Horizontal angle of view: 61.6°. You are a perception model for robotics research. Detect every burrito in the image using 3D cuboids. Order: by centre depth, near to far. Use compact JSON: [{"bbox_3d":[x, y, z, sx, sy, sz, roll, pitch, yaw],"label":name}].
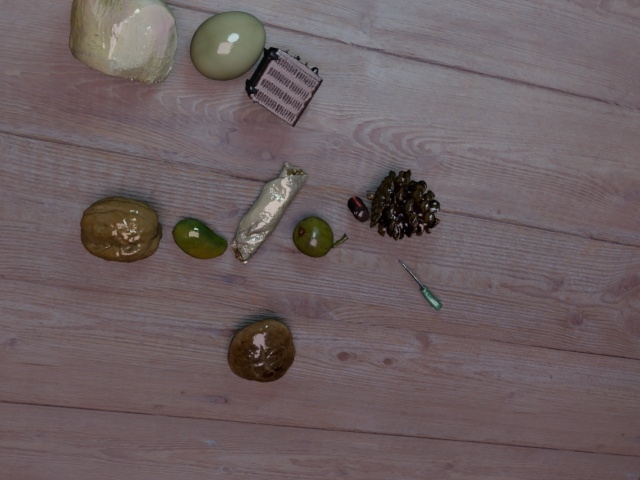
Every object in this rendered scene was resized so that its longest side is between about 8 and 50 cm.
[{"bbox_3d":[-0.192,-0.094,1.870,0.117,0.076,0.392,34,99,-11],"label":"burrito"}]

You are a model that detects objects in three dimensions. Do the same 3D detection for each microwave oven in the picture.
[{"bbox_3d":[-0.118,-0.487,1.653,0.178,0.247,0.188,27,105,-19],"label":"microwave oven"}]

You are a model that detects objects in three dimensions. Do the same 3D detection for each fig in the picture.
[{"bbox_3d":[-0.013,-0.007,1.910,0.142,0.186,0.148,26,82,27],"label":"fig"}]

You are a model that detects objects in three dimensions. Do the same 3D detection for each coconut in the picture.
[{"bbox_3d":[-0.553,-0.603,1.522,0.297,0.297,0.255,20,107,-14],"label":"coconut"}]

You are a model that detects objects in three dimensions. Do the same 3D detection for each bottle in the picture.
[{"bbox_3d":[0.132,-0.107,1.861,0.060,0.164,0.060,-2,110,-7],"label":"bottle"}]

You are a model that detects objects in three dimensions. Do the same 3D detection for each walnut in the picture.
[{"bbox_3d":[-0.653,-0.031,1.750,0.257,0.257,0.225,-7,142,-6],"label":"walnut"}]

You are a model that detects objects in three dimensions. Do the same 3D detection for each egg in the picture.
[{"bbox_3d":[-0.278,-0.589,1.622,0.241,0.186,0.186,-32,110,2],"label":"egg"}]

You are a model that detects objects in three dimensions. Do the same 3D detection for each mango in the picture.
[{"bbox_3d":[-0.424,0.003,1.863,0.191,0.085,0.122,39,97,-17],"label":"mango"}]

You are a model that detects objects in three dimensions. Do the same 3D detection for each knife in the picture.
[{"bbox_3d":[0.382,0.174,2.050,0.034,0.063,0.260,-42,109,2],"label":"knife"}]

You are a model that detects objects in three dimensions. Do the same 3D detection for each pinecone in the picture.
[{"bbox_3d":[0.286,-0.123,1.854,0.257,0.243,0.244,-2,110,-22],"label":"pinecone"}]

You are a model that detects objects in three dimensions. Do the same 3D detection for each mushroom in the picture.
[{"bbox_3d":[-0.213,0.418,2.008,0.278,0.146,0.278,-5,116,-11],"label":"mushroom"}]
